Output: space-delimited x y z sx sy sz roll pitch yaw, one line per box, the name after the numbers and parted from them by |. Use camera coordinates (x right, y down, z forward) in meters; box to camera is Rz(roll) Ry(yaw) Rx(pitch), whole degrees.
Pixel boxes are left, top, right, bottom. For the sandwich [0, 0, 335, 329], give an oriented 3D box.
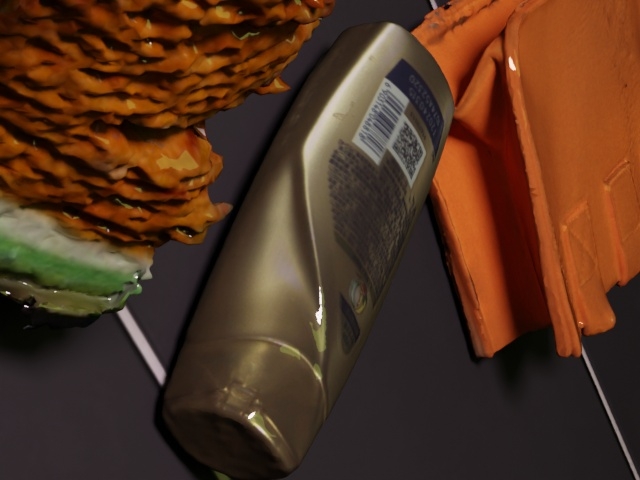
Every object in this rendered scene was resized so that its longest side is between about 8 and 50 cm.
-0.101 -0.117 0.622 0.250 0.301 0.162 31 30 -50 | sandwich

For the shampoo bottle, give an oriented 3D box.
0.000 0.000 0.913 0.125 0.084 0.350 54 42 -31 | shampoo bottle

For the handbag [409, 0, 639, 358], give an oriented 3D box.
0.221 -0.097 1.256 0.410 0.116 0.303 -37 116 -53 | handbag
